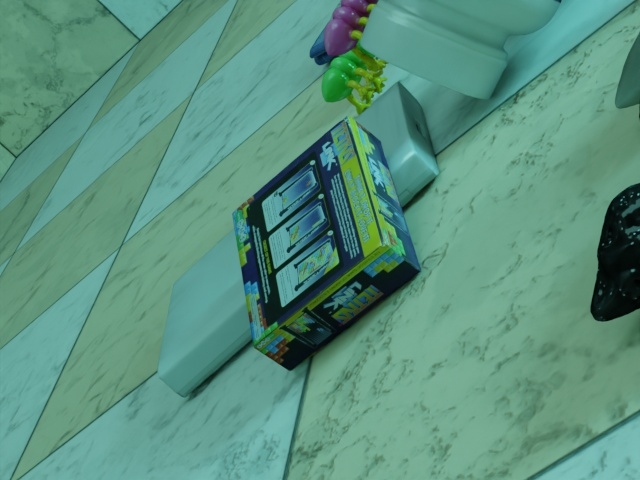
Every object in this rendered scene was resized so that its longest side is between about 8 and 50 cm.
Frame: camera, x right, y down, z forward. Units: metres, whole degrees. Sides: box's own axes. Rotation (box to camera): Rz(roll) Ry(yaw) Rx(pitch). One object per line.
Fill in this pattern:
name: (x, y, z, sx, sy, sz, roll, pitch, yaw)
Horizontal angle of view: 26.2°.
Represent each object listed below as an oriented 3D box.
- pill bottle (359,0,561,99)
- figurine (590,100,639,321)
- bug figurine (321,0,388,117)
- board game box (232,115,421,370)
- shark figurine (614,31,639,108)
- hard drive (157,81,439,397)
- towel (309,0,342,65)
pill bottle: (0.147, -0.280, 1.160, 0.169, 0.169, 0.301, -116, 48, -72)
figurine: (0.243, -0.055, 0.708, 0.215, 0.092, 0.209, -15, 44, 58)
bug figurine: (0.065, -0.247, 1.373, 0.216, 0.072, 0.279, -61, -5, -14)
board game box: (0.000, 0.000, 1.114, 0.141, 0.048, 0.170, -38, 37, 21)
shark figurine: (0.268, -0.227, 0.964, 0.166, 0.116, 0.278, -32, 24, 35)
hard drive: (-0.024, -0.006, 1.272, 0.307, 0.040, 0.203, -42, 18, 16)
towel: (0.104, -0.349, 1.741, 0.209, 0.034, 0.285, -24, 30, 47)
